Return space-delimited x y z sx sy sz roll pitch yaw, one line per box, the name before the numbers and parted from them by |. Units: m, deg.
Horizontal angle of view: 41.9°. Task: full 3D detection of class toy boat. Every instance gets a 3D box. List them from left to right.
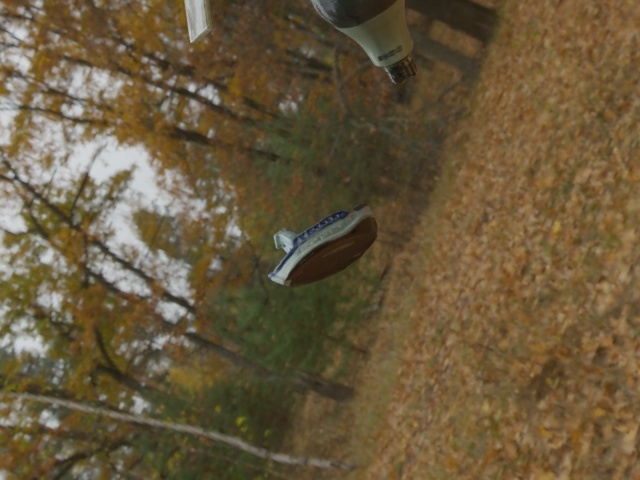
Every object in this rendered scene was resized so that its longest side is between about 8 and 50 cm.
toy boat | 0.000 0.000 1.652 0.262 0.115 0.114 -26 -38 -18

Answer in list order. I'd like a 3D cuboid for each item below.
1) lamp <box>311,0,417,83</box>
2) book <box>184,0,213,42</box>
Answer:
lamp | 0.111 -0.442 1.582 0.182 0.314 0.182 -38 25 22
book | -0.288 -0.611 1.862 0.217 0.021 0.310 -166 67 -72
